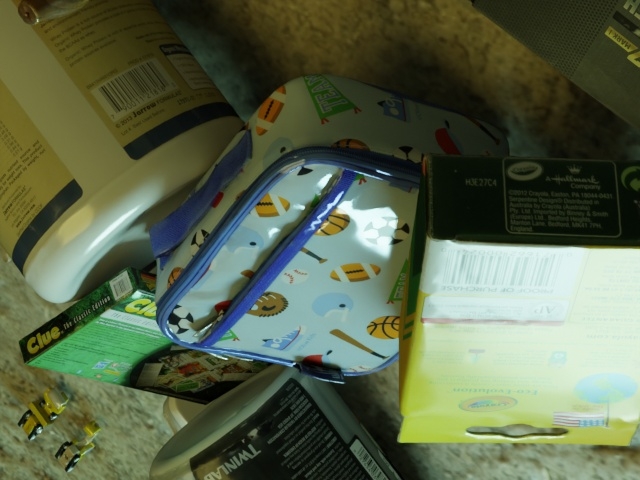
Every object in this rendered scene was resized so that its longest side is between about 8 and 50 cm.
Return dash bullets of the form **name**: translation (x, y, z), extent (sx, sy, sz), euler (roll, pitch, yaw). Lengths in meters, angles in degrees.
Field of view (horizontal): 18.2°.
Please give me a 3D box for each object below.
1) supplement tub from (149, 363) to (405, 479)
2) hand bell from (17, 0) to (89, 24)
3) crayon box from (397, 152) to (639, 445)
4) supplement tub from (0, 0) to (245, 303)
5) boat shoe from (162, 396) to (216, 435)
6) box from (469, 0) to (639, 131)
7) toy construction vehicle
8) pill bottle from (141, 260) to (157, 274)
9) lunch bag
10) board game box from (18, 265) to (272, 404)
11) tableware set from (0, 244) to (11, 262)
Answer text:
- **supplement tub**: translation (0.002, 0.282, 1.877), extent (0.316, 0.193, 0.193), euler (54, 140, -7)
- **hand bell**: translation (-0.151, -0.230, 1.555), extent (0.126, 0.242, 0.126), euler (24, 135, 25)
- **crayon box**: translation (0.164, 0.055, 1.530), extent (0.202, 0.081, 0.318), euler (2, 147, -3)
- **supplement tub**: translation (-0.230, -0.132, 1.697), extent (0.316, 0.228, 0.228), euler (53, 141, 9)
- **boat shoe**: translation (-0.096, 0.225, 2.020), extent (0.184, 0.066, 0.063), euler (47, 151, -2)
- **box**: translation (0.237, -0.172, 1.404), extent (0.232, 0.059, 0.183), euler (39, 140, 9)
- **toy construction vehicle**: translation (-0.283, 0.203, 2.191), extent (0.086, 0.035, 0.098), euler (50, 139, 14)
- **pill bottle**: translation (-0.167, 0.001, 1.858), extent (0.187, 0.112, 0.112), euler (49, 140, -3)
- **lunch bag**: translation (0.000, 0.000, 1.619), extent (0.243, 0.115, 0.303), euler (13, 141, -26)
- **board game box**: translation (-0.134, 0.089, 1.790), extent (0.136, 0.259, 0.030), euler (-30, 63, 24)
- **tableware set**: translation (-0.309, -0.062, 1.987), extent (0.128, 0.039, 0.194), euler (42, 140, 5)
